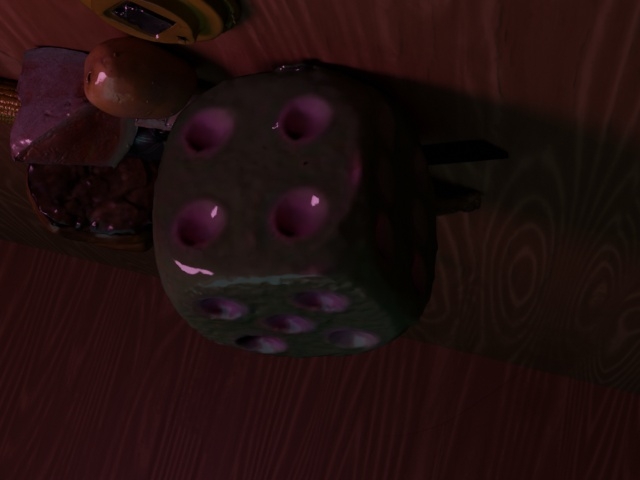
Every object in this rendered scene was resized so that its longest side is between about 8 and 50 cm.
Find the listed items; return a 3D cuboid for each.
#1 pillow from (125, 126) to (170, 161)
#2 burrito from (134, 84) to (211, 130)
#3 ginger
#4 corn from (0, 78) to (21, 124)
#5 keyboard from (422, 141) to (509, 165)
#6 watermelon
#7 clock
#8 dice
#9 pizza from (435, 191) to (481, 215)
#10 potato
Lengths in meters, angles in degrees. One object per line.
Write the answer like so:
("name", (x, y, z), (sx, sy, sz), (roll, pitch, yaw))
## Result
("pillow", (-0.350, -0.185, 2.222), (0.335, 0.093, 0.161), (7, 169, 38))
("burrito", (-0.159, -0.191, 1.997), (0.226, 0.087, 0.060), (11, 175, -1))
("ginger", (-0.403, -0.091, 2.434), (0.269, 0.200, 0.223), (7, 168, -11))
("corn", (-0.588, -0.247, 2.274), (0.238, 0.080, 0.080), (9, 167, 15))
("keyboard", (0.194, -0.128, 1.998), (0.060, 0.018, 0.195), (15, 171, -37))
("watermelon", (-0.386, -0.188, 2.049), (0.202, 0.136, 0.207), (-21, 131, -10))
("clock", (-0.216, -0.294, 1.656), (0.237, 0.057, 0.237), (15, 167, 4))
("dice", (-0.027, -0.030, 1.848), (0.330, 0.322, 0.318), (-6, 154, 19))
("pizza", (0.150, -0.072, 2.187), (0.204, 0.081, 0.188), (-5, -178, 33))
("potato", (-0.255, -0.227, 1.884), (0.178, 0.118, 0.109), (9, -149, -43))
